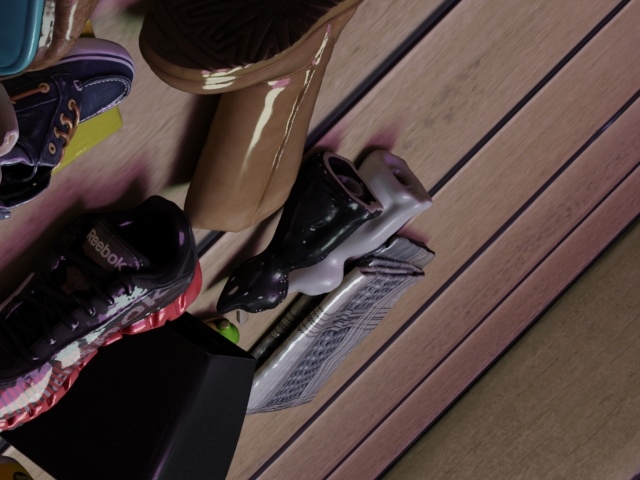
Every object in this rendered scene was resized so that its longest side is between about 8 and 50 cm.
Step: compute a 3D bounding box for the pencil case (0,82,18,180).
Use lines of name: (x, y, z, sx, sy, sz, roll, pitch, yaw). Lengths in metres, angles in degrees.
pencil case: (-0.334, 0.057, 0.628, 0.410, 0.160, 0.183, -49, 153, 9)

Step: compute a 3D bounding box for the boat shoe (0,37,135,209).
boat shoe: (-0.176, -0.069, 0.765, 0.183, 0.083, 0.065, -22, 154, -43)

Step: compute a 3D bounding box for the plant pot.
plant pot: (-0.169, 0.147, 1.157, 0.167, 0.187, 0.188, -59, 160, 2)

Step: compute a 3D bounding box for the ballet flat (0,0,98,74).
ballet flat: (-0.120, -0.232, 0.581, 0.124, 0.116, 0.342, -56, 168, -43)

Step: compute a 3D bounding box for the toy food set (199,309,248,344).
toy food set: (-0.144, 0.136, 1.380, 0.192, 0.038, 0.132, -40, 161, -16)

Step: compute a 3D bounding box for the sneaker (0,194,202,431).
sneaker: (-0.204, 0.051, 0.990, 0.276, 0.097, 0.135, -36, 159, -33)

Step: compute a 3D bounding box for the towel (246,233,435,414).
towel: (0.023, 0.119, 1.674, 0.324, 0.056, 0.312, -50, 161, 10)

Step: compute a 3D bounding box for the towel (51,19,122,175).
towel: (-0.194, -0.111, 0.804, 0.102, 0.021, 0.237, -35, 160, -13)

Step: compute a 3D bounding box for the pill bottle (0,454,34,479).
pill bottle: (-0.288, 0.268, 1.085, 0.119, 0.208, 0.119, -40, 161, -17)

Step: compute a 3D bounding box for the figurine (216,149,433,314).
figurine: (0.000, 0.000, 1.353, 0.209, 0.092, 0.215, -46, 163, 24)

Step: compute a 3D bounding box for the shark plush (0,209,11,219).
shark plush: (-0.263, -0.012, 0.779, 0.073, 0.067, 0.161, -48, 161, 6)

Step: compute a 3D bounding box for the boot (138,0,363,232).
boot: (-0.069, -0.096, 0.989, 0.236, 0.089, 0.269, -30, 157, -38)
